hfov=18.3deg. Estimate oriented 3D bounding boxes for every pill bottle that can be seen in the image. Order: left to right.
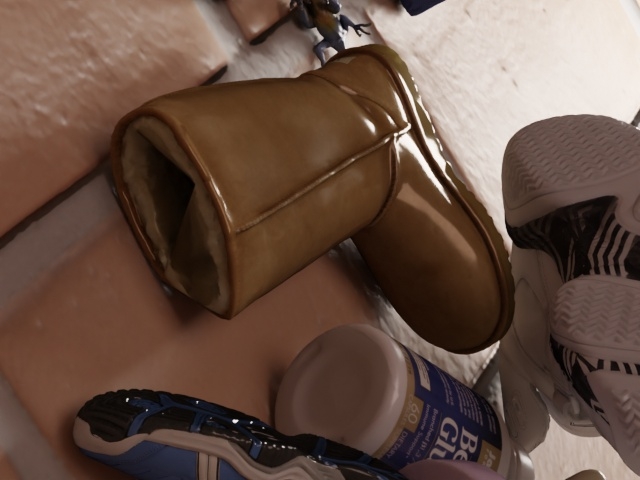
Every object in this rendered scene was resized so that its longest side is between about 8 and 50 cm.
[{"bbox_3d":[0.058,0.124,1.222,0.169,0.094,0.094,34,42,-42],"label":"pill bottle"}]

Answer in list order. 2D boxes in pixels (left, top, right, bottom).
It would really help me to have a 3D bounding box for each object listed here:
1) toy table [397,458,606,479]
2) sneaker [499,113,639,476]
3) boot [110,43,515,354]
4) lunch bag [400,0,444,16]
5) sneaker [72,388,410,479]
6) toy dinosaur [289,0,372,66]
[{"bbox_3d":[0.136,0.259,1.135,0.161,0.252,0.274,5,73,-38],"label":"toy table"},{"bbox_3d":[0.205,0.085,1.328,0.366,0.137,0.210,-104,-171,-55],"label":"sneaker"},{"bbox_3d":[0.000,0.000,1.245,0.236,0.089,0.269,61,32,0],"label":"boot"},{"bbox_3d":[0.082,-0.227,1.551,0.065,0.067,0.098,51,34,-22],"label":"lunch bag"},{"bbox_3d":[-0.041,0.138,1.068,0.211,0.081,0.080,23,4,-27],"label":"sneaker"},{"bbox_3d":[0.012,-0.156,1.416,0.082,0.047,0.090,49,17,-60],"label":"toy dinosaur"}]
